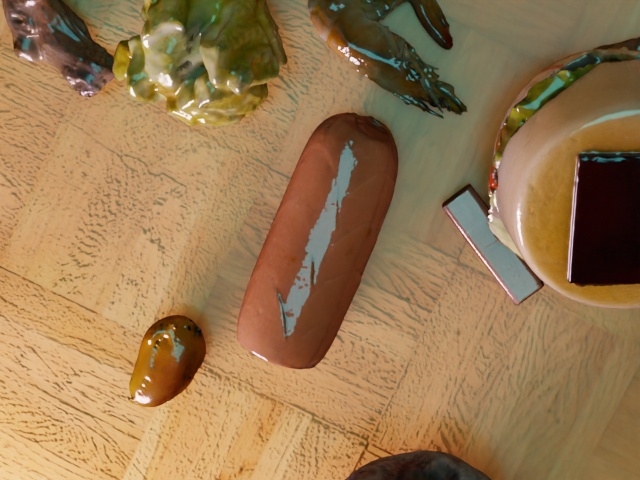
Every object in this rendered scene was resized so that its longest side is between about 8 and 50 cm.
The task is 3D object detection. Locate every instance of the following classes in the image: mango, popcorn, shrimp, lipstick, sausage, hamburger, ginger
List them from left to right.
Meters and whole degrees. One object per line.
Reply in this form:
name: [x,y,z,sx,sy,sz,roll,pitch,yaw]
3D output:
ginger: [-0.322,-0.297,1.573,0.122,0.084,0.290,-24,92,-16]
mango: [-0.184,0.146,1.619,0.077,0.063,0.127,29,103,-5]
popcorn: [-0.135,-0.217,1.514,0.187,0.167,0.185,41,125,-1]
sausage: [0.000,-0.001,1.561,0.121,0.121,0.304,21,98,0]
shrimp: [0.091,-0.238,1.571,0.236,0.053,0.133,42,77,1]
lipstick: [0.202,0.004,1.588,0.045,0.045,0.145,-36,95,9]
hamburger: [0.332,-0.069,1.490,0.302,0.170,0.302,2,121,3]

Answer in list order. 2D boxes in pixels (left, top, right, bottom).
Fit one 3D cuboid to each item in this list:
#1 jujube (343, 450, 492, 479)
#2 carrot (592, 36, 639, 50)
jujube: [0.131,0.404,1.557,0.246,0.215,0.308,-5,102,14]
carrot: [0.438,-0.185,1.538,0.263,0.102,0.102,16,98,7]
